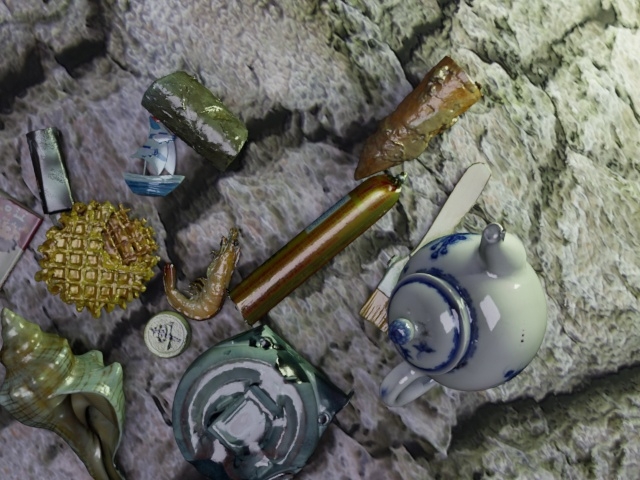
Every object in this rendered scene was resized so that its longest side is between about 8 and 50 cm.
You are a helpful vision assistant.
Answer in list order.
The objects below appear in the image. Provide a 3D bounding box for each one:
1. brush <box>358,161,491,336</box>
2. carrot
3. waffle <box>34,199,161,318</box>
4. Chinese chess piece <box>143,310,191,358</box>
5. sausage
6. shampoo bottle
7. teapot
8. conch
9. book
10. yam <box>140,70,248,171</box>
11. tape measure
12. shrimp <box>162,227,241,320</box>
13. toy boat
[{"bbox_3d":[0.187,0.009,1.696,0.085,0.020,0.336,36,94,2],"label":"brush"},{"bbox_3d":[0.151,-0.192,1.663,0.263,0.102,0.102,-42,89,12],"label":"carrot"},{"bbox_3d":[-0.379,0.028,1.693,0.193,0.070,0.197,33,90,-15],"label":"waffle"},{"bbox_3d":[-0.268,0.165,1.731,0.084,0.034,0.084,0,92,5],"label":"Chinese chess piece"},{"bbox_3d":[0.000,0.000,1.684,0.371,0.082,0.082,-39,89,4],"label":"sausage"},{"bbox_3d":[-0.459,-0.091,1.723,0.063,0.057,0.207,-13,95,-12],"label":"shampoo bottle"},{"bbox_3d":[0.210,0.120,1.562,0.252,0.280,0.424,51,133,28],"label":"teapot"},{"bbox_3d":[-0.422,0.262,1.698,0.203,0.169,0.386,-19,127,27],"label":"conch"},{"bbox_3d":[-0.617,0.014,1.757,0.162,0.022,0.232,33,94,3],"label":"book"},{"bbox_3d":[-0.204,-0.203,1.674,0.183,0.107,0.107,43,95,-1],"label":"yam"},{"bbox_3d":[-0.116,0.284,1.670,0.256,0.147,0.275,40,94,2],"label":"tape measure"},{"bbox_3d":[-0.209,0.049,1.724,0.124,0.034,0.178,19,99,10],"label":"shrimp"},{"bbox_3d":[-0.278,-0.141,1.726,0.105,0.034,0.149,27,82,6],"label":"toy boat"}]
